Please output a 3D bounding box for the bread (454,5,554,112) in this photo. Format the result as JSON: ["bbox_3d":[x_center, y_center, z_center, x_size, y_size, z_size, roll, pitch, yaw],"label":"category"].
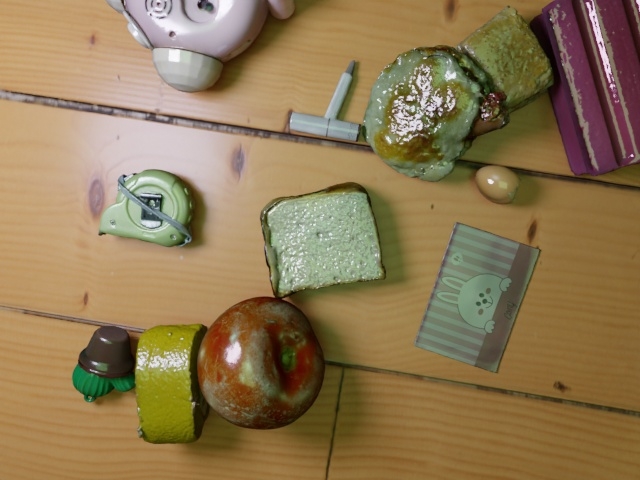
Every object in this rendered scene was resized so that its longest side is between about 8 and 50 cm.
[{"bbox_3d":[0.386,-0.366,1.123,0.138,0.102,0.196,-31,93,7],"label":"bread"}]

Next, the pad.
[{"bbox_3d":[0.351,0.130,1.209,0.202,0.005,0.299,19,95,1],"label":"pad"}]

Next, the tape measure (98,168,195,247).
[{"bbox_3d":[-0.369,-0.070,1.181,0.200,0.106,0.175,15,98,0],"label":"tape measure"}]

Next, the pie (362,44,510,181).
[{"bbox_3d":[0.221,-0.266,1.118,0.257,0.105,0.274,47,118,1],"label":"pie"}]

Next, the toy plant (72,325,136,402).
[{"bbox_3d":[-0.486,0.292,1.222,0.143,0.105,0.200,15,112,-10],"label":"toy plant"}]

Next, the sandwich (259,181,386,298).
[{"bbox_3d":[0.000,0.000,1.177,0.251,0.087,0.226,-12,95,1],"label":"sandwich"}]

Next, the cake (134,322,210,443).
[{"bbox_3d":[-0.320,0.316,1.171,0.156,0.179,0.260,-2,93,4],"label":"cake"}]

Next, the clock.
[{"bbox_3d":[-0.262,-0.516,1.117,0.326,0.184,0.342,-35,87,9],"label":"clock"}]

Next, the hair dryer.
[{"bbox_3d":[0.024,-0.319,1.180,0.155,0.044,0.183,10,90,1],"label":"hair dryer"}]

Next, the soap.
[{"bbox_3d":[0.603,-0.333,1.100,0.233,0.128,0.359,-17,93,5],"label":"soap"}]

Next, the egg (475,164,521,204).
[{"bbox_3d":[0.379,-0.121,1.152,0.097,0.080,0.080,20,95,14],"label":"egg"}]

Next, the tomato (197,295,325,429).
[{"bbox_3d":[-0.133,0.256,1.127,0.223,0.270,0.270,-20,94,37],"label":"tomato"}]
